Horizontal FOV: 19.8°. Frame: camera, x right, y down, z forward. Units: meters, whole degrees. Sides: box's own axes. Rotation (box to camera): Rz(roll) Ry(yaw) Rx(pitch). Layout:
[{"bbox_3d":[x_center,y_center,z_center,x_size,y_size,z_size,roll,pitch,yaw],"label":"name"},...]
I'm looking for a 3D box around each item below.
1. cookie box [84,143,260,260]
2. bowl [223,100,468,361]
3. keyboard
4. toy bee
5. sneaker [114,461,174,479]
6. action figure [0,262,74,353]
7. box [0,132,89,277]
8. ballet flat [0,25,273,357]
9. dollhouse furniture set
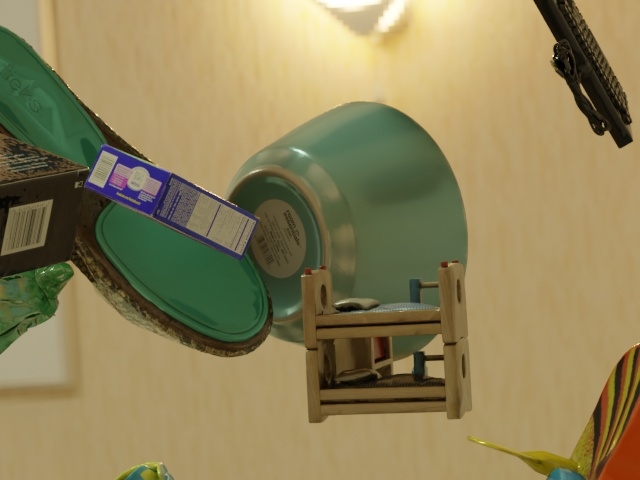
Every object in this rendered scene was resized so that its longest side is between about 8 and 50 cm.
[{"bbox_3d":[-0.116,-0.030,1.443,0.092,0.040,0.107,23,-4,43],"label":"cookie box"},{"bbox_3d":[0.000,0.000,2.102,0.312,0.311,0.163,-5,3,45],"label":"bowl"},{"bbox_3d":[0.361,-0.246,2.512,0.033,0.201,0.317,-18,-48,24],"label":"keyboard"},{"bbox_3d":[0.178,0.190,1.272,0.195,0.298,0.162,39,13,-11],"label":"toy bee"},{"bbox_3d":[-0.169,0.392,2.271,0.127,0.208,0.319,-42,40,-18],"label":"sneaker"},{"bbox_3d":[-0.329,0.053,2.017,0.063,0.137,0.232,-22,4,-31],"label":"action figure"},{"bbox_3d":[-0.311,-0.037,1.573,0.158,0.093,0.156,22,18,25],"label":"box"},{"bbox_3d":[-0.254,-0.037,2.043,0.164,0.483,0.182,-45,-1,-35],"label":"ballet flat"},{"bbox_3d":[0.069,0.082,1.588,0.129,0.129,0.184,-3,1,14],"label":"dollhouse furniture set"}]
